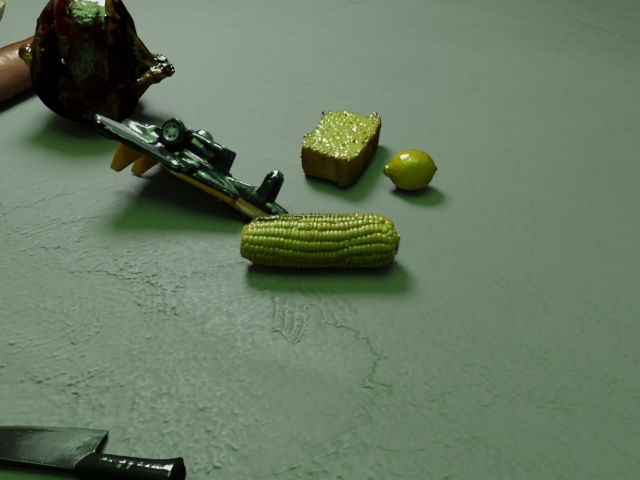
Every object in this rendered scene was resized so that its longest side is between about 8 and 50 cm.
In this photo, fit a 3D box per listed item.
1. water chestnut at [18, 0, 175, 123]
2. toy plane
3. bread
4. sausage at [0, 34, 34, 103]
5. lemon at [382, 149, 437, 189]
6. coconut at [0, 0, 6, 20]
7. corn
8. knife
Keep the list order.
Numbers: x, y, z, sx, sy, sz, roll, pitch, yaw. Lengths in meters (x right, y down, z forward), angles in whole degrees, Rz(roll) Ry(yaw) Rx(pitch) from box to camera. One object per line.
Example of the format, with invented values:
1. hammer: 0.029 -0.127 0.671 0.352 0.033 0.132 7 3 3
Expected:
1. water chestnut: -0.370 -0.310 1.063 0.238 0.224 0.224 -5 37 -6
2. toy plane: -0.151 -0.099 0.886 0.316 0.103 0.204 22 6 18
3. bread: 0.035 -0.154 1.006 0.103 0.065 0.187 10 39 12
4. sausage: -0.554 -0.327 1.167 0.094 0.094 0.419 21 40 16
5. lemon: 0.136 -0.107 0.950 0.083 0.062 0.062 -1 37 2
6. coconut: -0.732 -0.415 1.168 0.239 0.244 0.239 20 1 0
7. corn: 0.000 0.000 0.791 0.203 0.072 0.072 -1 37 -4
8. knife: -0.230 0.189 0.565 0.230 0.028 0.060 5 24 7
